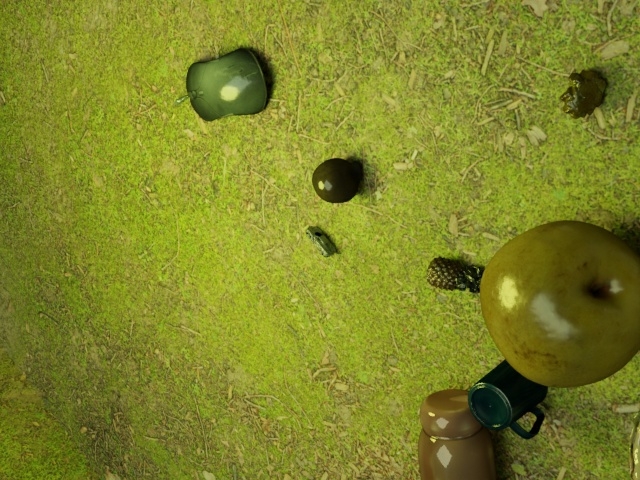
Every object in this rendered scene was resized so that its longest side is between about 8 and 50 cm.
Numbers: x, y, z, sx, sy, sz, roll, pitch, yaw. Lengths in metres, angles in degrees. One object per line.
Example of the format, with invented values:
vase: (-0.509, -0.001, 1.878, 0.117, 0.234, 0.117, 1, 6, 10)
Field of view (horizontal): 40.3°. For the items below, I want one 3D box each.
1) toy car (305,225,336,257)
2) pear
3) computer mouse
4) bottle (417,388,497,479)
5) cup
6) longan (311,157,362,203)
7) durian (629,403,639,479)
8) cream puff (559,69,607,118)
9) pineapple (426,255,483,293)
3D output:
toy car: (0.000, 0.000, 2.109, 0.093, 0.041, 0.025, 52, 132, 12)
pear: (0.433, 0.113, 1.554, 0.314, 0.314, 0.314, 19, 120, 38)
computer mouse: (-0.274, -0.372, 2.182, 0.379, 0.090, 0.167, -6, 102, 47)
bottle: (0.318, 0.477, 1.931, 0.207, 0.173, 0.296, -5, 104, 13)
cup: (0.397, 0.322, 1.793, 0.150, 0.138, 0.113, 28, 125, 33)
longan: (0.041, -0.137, 1.977, 0.119, 0.106, 0.106, -29, 86, 5)
durian: (0.639, 0.371, 1.583, 0.195, 0.186, 0.305, -124, 30, -49)
cream puff: (0.462, -0.260, 1.542, 0.058, 0.083, 0.083, -104, -7, -72)
pineapple: (0.304, 0.083, 1.836, 0.159, 0.074, 0.074, 14, 117, 30)
